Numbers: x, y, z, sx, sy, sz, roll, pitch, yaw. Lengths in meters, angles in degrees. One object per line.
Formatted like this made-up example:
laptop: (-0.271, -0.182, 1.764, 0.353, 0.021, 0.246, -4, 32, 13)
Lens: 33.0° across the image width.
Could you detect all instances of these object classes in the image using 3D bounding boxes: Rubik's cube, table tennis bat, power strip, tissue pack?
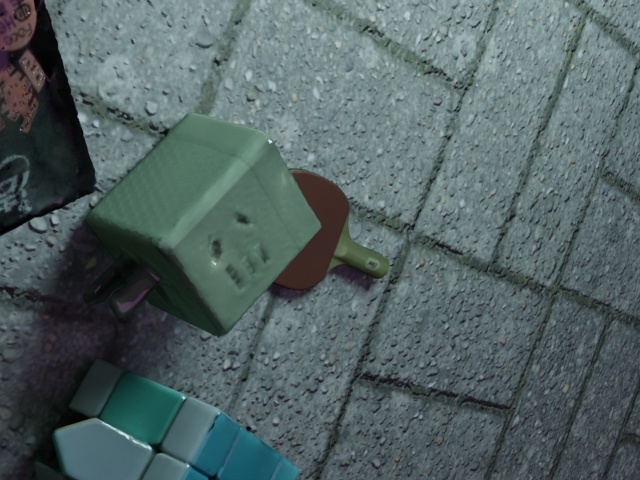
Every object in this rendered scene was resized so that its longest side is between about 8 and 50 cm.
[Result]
Rubik's cube: (-0.168, 0.260, 1.070, 0.212, 0.224, 0.265, -61, 141, -16)
table tennis bat: (0.000, 0.000, 1.295, 0.247, 0.022, 0.138, 26, 87, -45)
power strip: (-0.132, 0.002, 1.069, 0.224, 0.139, 0.140, -49, 134, -21)
tissue pack: (-0.325, -0.139, 0.824, 0.245, 0.123, 0.332, -29, 128, -29)
